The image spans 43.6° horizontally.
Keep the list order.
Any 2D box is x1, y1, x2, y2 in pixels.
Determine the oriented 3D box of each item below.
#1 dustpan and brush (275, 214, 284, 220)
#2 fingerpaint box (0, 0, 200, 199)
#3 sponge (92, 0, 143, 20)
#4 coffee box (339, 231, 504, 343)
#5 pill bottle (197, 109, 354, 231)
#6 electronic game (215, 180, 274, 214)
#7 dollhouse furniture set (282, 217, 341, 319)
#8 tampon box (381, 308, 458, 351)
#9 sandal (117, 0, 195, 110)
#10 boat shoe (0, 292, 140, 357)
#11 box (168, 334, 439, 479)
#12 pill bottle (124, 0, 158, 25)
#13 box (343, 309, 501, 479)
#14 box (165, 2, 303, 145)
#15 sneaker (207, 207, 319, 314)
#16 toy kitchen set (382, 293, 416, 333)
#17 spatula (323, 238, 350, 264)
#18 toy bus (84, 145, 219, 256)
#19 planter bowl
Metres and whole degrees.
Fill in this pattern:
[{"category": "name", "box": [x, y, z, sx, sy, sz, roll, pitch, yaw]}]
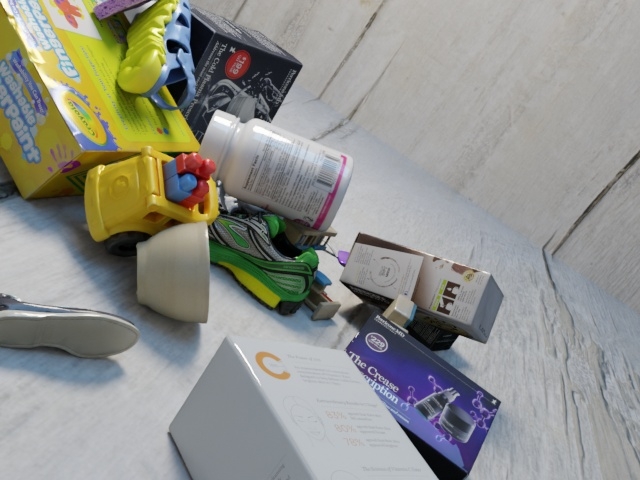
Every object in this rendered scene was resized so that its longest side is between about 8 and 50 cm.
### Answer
[{"category": "dustpan and brush", "box": [-0.150, -0.090, 1.854, 0.147, 0.060, 0.211, 21, 22, -33]}, {"category": "fingerpaint box", "box": [-0.474, -0.307, 1.492, 0.445, 0.163, 0.371, 59, 23, 7]}, {"category": "sponge", "box": [-0.359, -0.487, 1.594, 0.210, 0.117, 0.031, -67, 136, -64]}, {"category": "coffee box", "box": [0.211, 0.098, 1.663, 0.297, 0.119, 0.168, 18, -12, 26]}, {"category": "pill bottle", "box": [-0.092, -0.138, 1.544, 0.283, 0.160, 0.160, 22, 20, -6]}, {"category": "electronic game", "box": [-0.138, -0.078, 1.719, 0.229, 0.048, 0.229, 11, 57, -17]}, {"category": "dollhouse furniture set", "box": [-0.008, 0.050, 1.628, 0.183, 0.129, 0.129, 42, 20, 26]}, {"category": "tampon box", "box": [0.238, 0.159, 1.808, 0.161, 0.101, 0.120, 44, 20, 28]}, {"category": "sandal", "box": [-0.300, -0.363, 1.557, 0.138, 0.126, 0.317, 41, 37, -36]}, {"category": "boat shoe", "box": [-0.335, 0.103, 1.043, 0.206, 0.075, 0.065, 12, 31, -38]}, {"category": "box", "box": [-0.001, 0.296, 0.963, 0.215, 0.168, 0.345, 15, 26, -43]}, {"category": "pill bottle", "box": [-0.471, -0.515, 1.913, 0.204, 0.361, 0.204, 30, 19, -11]}, {"category": "box", "box": [0.138, 0.263, 1.299, 0.261, 0.103, 0.184, 35, 37, 7]}, {"category": "box", "box": [-0.262, -0.329, 1.821, 0.179, 0.343, 0.312, 42, 21, 28]}, {"category": "sneaker", "box": [-0.147, -0.015, 1.539, 0.343, 0.146, 0.134, 35, 18, 6]}, {"category": "toy kitchen set", "box": [0.166, 0.241, 1.521, 0.166, 0.122, 0.207, 33, 39, -3]}, {"category": "spatula", "box": [0.000, 0.000, 1.926, 0.296, 0.030, 0.084, 29, 18, -11]}, {"category": "toy bus", "box": [-0.244, -0.066, 1.329, 0.220, 0.211, 0.149, 26, 46, -53]}, {"category": "planter bowl", "box": [-0.233, 0.050, 1.252, 0.109, 0.162, 0.162, 0, 28, -12]}]
